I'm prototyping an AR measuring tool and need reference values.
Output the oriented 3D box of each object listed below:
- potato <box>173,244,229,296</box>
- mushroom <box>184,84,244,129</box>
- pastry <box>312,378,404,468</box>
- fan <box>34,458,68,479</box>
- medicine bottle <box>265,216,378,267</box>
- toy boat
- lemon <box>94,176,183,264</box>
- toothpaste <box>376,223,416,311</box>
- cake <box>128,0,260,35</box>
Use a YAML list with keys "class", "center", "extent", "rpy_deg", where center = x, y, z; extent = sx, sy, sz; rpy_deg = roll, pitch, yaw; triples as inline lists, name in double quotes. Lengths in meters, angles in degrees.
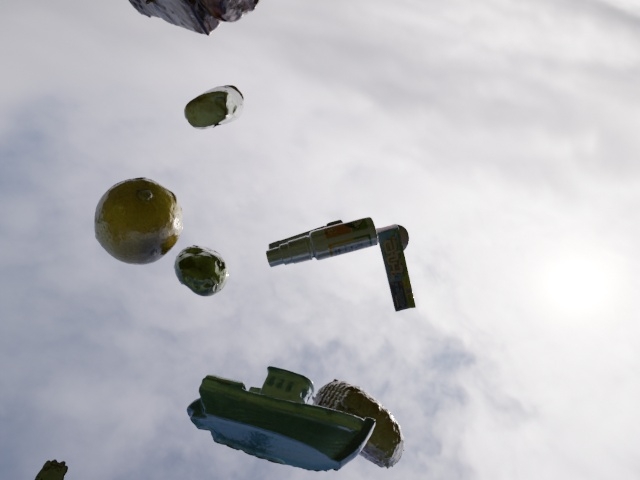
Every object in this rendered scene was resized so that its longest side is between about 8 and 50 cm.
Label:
- class: "potato"
  center: [-0.397, 0.100, 1.488]
  extent: [0.186, 0.148, 0.253]
  rpy_deg: [21, -179, -2]
- class: "mushroom"
  center: [-0.209, -0.274, 0.916]
  extent: [0.100, 0.081, 0.312]
  rpy_deg: [-24, -159, 3]
- class: "pastry"
  center: [0.078, 0.362, 0.889]
  extent: [0.093, 0.193, 0.182]
  rpy_deg: [-46, -73, -25]
- class: "fan"
  center: [-0.471, 0.421, 0.763]
  extent: [0.056, 0.004, 0.083]
  rpy_deg: [3, -128, 15]
- class: "medicine bottle"
  center: [0.000, 0.000, 0.899]
  extent: [0.221, 0.061, 0.092]
  rpy_deg: [-15, -149, 1]
- class: "toy boat"
  center: [-0.043, 0.196, 0.528]
  extent: [0.215, 0.088, 0.102]
  rpy_deg: [10, -136, 14]
- class: "lemon"
  center: [-0.549, -0.055, 1.350]
  extent: [0.261, 0.284, 0.260]
  rpy_deg: [2, -103, -10]
- class: "toothpaste"
  center: [0.178, 0.060, 0.989]
  extent: [0.070, 0.193, 0.044]
  rpy_deg: [-14, -163, 5]
- class: "cake"
  center: [-0.221, -0.469, 0.709]
  extent: [0.293, 0.198, 0.196]
  rpy_deg: [34, -102, 29]
